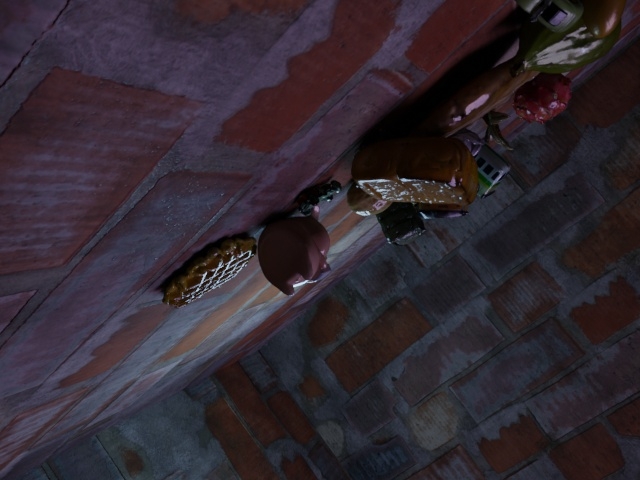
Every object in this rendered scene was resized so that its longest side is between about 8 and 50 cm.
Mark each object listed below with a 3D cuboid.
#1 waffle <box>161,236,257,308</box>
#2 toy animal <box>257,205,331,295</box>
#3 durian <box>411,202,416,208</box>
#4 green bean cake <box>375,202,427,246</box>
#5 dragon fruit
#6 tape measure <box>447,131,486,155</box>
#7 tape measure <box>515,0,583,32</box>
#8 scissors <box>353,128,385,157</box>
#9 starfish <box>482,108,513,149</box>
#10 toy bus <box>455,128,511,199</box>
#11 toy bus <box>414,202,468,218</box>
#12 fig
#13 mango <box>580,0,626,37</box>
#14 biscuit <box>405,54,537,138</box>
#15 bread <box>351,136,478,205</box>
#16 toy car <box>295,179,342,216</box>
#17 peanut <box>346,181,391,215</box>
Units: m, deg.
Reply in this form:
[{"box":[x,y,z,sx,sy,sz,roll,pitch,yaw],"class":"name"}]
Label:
[{"box":[-0.297,0.088,1.542,0.282,0.058,0.301,-42,169,26],"class":"waffle"},{"box":[-0.059,0.024,1.621,0.195,0.213,0.256,-46,168,21],"class":"toy animal"},{"box":[0.433,-0.242,2.320,0.237,0.137,0.193,-40,167,29],"class":"durian"},{"box":[0.274,-0.109,2.065,0.132,0.255,0.241,-32,172,18],"class":"green bean cake"},{"box":[0.884,-0.579,2.228,0.268,0.210,0.205,-32,-152,-16],"class":"dragon fruit"},{"box":[0.448,-0.320,1.988,0.197,0.120,0.236,-18,-170,-15],"class":"tape measure"},{"box":[0.526,-0.549,1.300,0.177,0.154,0.087,-34,171,-43],"class":"tape measure"},{"box":[0.132,-0.266,1.558,0.113,0.012,0.039,-42,169,22],"class":"scissors"},{"box":[0.634,-0.436,2.057,0.062,0.277,0.235,-6,136,0],"class":"starfish"},{"box":[0.583,-0.307,2.178,0.134,0.276,0.164,-23,156,-52],"class":"toy bus"},{"box":[0.404,-0.169,1.927,0.171,0.162,0.386,-3,-173,9],"class":"toy bus"},{"box":[0.623,-0.534,1.445,0.314,0.233,0.233,-32,168,-44],"class":"fig"},{"box":[0.647,-0.599,1.306,0.113,0.253,0.138,-10,-164,-13],"class":"mango"},{"box":[0.426,-0.397,1.684,0.446,0.104,0.429,-32,179,-33],"class":"biscuit"},{"box":[0.266,-0.198,1.587,0.328,0.147,0.337,5,173,24],"class":"bread"},{"box":[-0.004,-0.126,1.607,0.143,0.054,0.073,-34,171,-39],"class":"toy car"},{"box":[0.217,-0.197,1.844,0.305,0.147,0.147,-42,170,-2],"class":"peanut"}]
